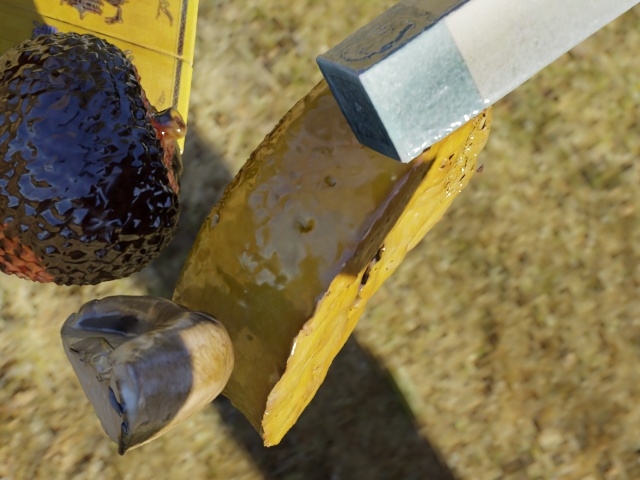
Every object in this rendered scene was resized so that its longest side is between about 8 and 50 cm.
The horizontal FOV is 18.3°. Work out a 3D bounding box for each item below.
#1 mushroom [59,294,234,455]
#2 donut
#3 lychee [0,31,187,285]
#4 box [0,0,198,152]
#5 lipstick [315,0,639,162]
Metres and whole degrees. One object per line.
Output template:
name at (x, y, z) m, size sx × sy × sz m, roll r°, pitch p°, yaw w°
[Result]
mushroom at (-0.101, 0.075, 1.188) m, size 0.094 × 0.210 × 0.072 m, roll -26°, pitch 102°, yaw -14°
donut at (0.002, -0.002, 1.351) m, size 0.108 × 0.277 × 0.277 m, roll 35°, pitch 49°, yaw 11°
lychee at (-0.182, -0.055, 1.412) m, size 0.194 × 0.194 × 0.194 m, roll 15°, pitch 60°, yaw -28°
box at (-0.204, -0.203, 1.664) m, size 0.193 × 0.084 × 0.301 m, roll 16°, pitch 56°, yaw -19°
lipstick at (0.149, -0.164, 1.203) m, size 0.317 × 0.066 × 0.068 m, roll -35°, pitch 115°, yaw -13°
